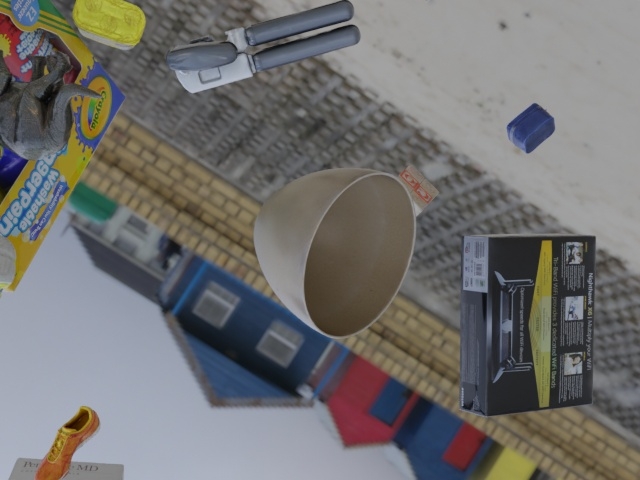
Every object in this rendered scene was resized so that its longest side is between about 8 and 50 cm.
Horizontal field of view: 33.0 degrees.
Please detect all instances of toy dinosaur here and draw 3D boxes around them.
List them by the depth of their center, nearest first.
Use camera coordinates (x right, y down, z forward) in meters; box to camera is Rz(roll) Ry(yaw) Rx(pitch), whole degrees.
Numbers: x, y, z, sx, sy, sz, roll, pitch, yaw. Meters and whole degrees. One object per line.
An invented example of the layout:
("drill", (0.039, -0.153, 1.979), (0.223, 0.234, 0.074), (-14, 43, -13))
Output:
("toy dinosaur", (-0.378, -0.168, 1.418), (0.314, 0.160, 0.121), (8, -175, 30))

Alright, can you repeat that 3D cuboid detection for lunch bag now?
("lunch bag", (0.437, -0.238, 2.245), (0.065, 0.098, 0.067), (46, 170, 30))

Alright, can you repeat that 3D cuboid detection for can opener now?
("can opener", (-0.080, -0.276, 1.556), (0.093, 0.281, 0.074), (-109, 3, -71))

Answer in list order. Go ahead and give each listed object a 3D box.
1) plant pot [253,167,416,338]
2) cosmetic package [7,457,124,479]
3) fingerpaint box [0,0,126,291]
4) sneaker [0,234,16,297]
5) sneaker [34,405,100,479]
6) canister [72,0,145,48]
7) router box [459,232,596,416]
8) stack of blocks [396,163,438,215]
("plant pot", (0.000, 0.000, 1.812), (0.191, 0.284, 0.284), (21, 171, 38))
("cosmetic package", (-0.519, 0.612, 2.052), (0.230, 0.161, 0.453), (4, -157, -3))
("fingerpaint box", (-0.566, -0.199, 1.798), (0.163, 0.444, 0.371), (3, 145, 32))
("sneaker", (-0.513, 0.095, 1.556), (0.091, 0.126, 0.240), (26, -143, -15))
("sneaker", (-0.489, 0.388, 2.043), (0.064, 0.175, 0.067), (14, 146, 29))
("canister", (-0.387, -0.398, 1.973), (0.126, 0.073, 0.170), (18, -179, -12))
("router box", (0.363, 0.141, 1.887), (0.243, 0.308, 0.081), (0, -178, -29))
("stack of blocks", (0.114, -0.027, 2.294), (0.087, 0.297, 0.171), (45, -150, 0))
